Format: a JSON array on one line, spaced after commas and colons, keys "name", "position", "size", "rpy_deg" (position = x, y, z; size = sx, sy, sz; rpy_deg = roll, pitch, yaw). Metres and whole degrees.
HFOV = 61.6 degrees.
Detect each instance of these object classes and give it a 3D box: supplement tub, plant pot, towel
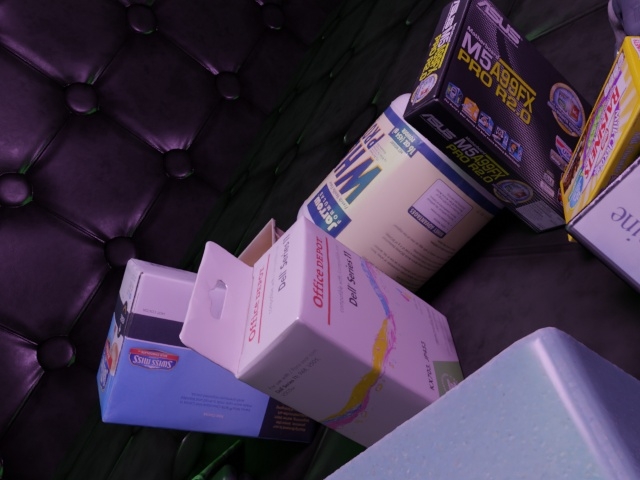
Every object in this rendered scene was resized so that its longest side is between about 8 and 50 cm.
[{"name": "supplement tub", "position": [0.112, -0.041, 0.861], "size": [0.325, 0.235, 0.235], "rpy_deg": [-48, 23, 18]}, {"name": "plant pot", "position": [0.168, 0.255, 0.344], "size": [0.248, 0.247, 0.252], "rpy_deg": [-45, 35, 23]}, {"name": "towel", "position": [-0.216, 0.449, 1.025], "size": [0.113, 0.023, 0.152], "rpy_deg": [-46, -12, 19]}]

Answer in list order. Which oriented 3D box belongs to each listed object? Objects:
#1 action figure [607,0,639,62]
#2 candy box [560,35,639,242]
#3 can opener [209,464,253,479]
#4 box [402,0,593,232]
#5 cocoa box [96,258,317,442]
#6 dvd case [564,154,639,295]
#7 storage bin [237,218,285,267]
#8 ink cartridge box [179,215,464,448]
[{"name": "action figure", "position": [0.425, -0.249, 0.579], "size": [0.341, 0.179, 0.329], "rpy_deg": [140, 138, -63]}, {"name": "candy box", "position": [0.309, -0.101, 0.583], "size": [0.205, 0.027, 0.105], "rpy_deg": [88, -170, -50]}, {"name": "can opener", "position": [-0.235, 0.507, 1.004], "size": [0.283, 0.076, 0.095], "rpy_deg": [-48, 24, 14]}, {"name": "box", "position": [0.250, -0.171, 0.719], "size": [0.060, 0.270, 0.216], "rpy_deg": [-22, 39, 55]}, {"name": "cocoa box", "position": [-0.179, 0.187, 0.929], "size": [0.231, 0.347, 0.227], "rpy_deg": [9, 84, 65]}, {"name": "dvd case", "position": [0.377, -0.041, 0.469], "size": [0.253, 0.022, 0.180], "rpy_deg": [-49, 62, 17]}, {"name": "storage bin", "position": [-0.149, 0.129, 1.299], "size": [0.262, 0.123, 0.260], "rpy_deg": [-47, 23, 19]}, {"name": "ink cartridge box", "position": [0.019, 0.111, 0.676], "size": [0.119, 0.354, 0.207], "rpy_deg": [-44, 25, 25]}]
